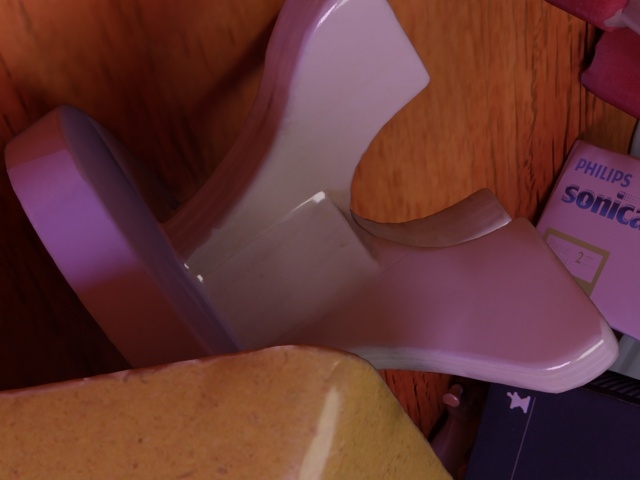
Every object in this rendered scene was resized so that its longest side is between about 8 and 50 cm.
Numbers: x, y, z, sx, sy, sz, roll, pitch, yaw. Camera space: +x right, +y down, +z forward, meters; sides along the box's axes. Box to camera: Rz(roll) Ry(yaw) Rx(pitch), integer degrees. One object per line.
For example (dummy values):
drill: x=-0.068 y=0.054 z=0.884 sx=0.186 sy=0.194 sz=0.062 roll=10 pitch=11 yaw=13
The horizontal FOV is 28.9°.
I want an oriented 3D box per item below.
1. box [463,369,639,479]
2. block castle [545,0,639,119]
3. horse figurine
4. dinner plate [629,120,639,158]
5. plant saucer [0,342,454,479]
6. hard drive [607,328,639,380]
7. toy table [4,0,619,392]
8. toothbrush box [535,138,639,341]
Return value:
box: x=0.242 y=0.283 z=0.850 sx=0.179 sy=0.313 sz=0.343 roll=10 pitch=96 yaw=-67
block castle: x=0.318 y=-0.262 z=0.709 sx=0.453 sy=0.213 sz=0.303 roll=-50 pitch=159 yaw=8
horse figurine: x=0.108 y=0.188 z=0.968 sx=0.174 sy=0.066 sz=0.263 roll=-31 pitch=135 yaw=-70
dinner plate: x=0.300 y=-0.104 z=1.002 sx=0.141 sy=0.017 sz=0.141 roll=-33 pitch=143 yaw=-28
plant saucer: x=-0.095 y=0.168 z=0.541 sx=0.333 sy=0.081 sz=0.333 roll=-11 pitch=148 yaw=15
hard drive: x=0.366 y=0.194 z=1.086 sx=0.353 sy=0.047 sz=0.233 roll=45 pitch=62 yaw=-13
toy table: x=0.000 y=0.000 z=0.564 sx=0.161 sy=0.252 sz=0.274 roll=-34 pitch=155 yaw=4
toothbrush box: x=0.318 y=0.047 z=0.904 sx=0.283 sy=0.206 sz=0.122 roll=24 pitch=93 yaw=-35
